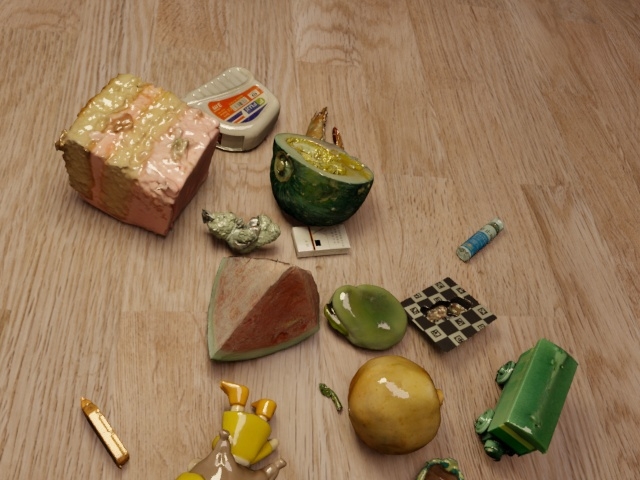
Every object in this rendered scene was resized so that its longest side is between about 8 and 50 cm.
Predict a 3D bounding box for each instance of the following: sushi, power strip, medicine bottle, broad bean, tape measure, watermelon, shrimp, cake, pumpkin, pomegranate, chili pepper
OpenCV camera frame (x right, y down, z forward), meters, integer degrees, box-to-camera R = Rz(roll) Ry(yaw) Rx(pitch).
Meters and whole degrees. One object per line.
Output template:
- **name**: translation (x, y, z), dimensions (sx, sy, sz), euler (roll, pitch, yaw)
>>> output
- **sushi**: translation (0.342, 0.212, 1.518), dimensions (0.215, 0.051, 0.192), euler (-23, 49, -30)
- **power strip**: translation (-0.464, 0.407, 1.185), dimensions (0.028, 0.049, 0.178), euler (-31, 69, -35)
- **medicine bottle**: translation (0.491, -0.004, 1.697), dimensions (0.191, 0.051, 0.051), euler (-35, 72, -30)
- **broad bean**: translation (0.120, 0.197, 1.441), dimensions (0.227, 0.100, 0.170), euler (5, 71, -8)
- **tape measure**: translation (-0.277, -0.401, 1.717), dimensions (0.265, 0.130, 0.258), euler (42, 60, 8)
- **watermelon**: translation (-0.124, 0.170, 1.321), dimensions (0.282, 0.292, 0.251), euler (8, 86, -10)
- **shrimp**: translation (0.017, -0.334, 1.790), dimensions (0.132, 0.053, 0.236), euler (10, 59, -6)
- **cake**: translation (-0.461, -0.221, 1.456), dimensions (0.306, 0.293, 0.314), euler (25, 59, -4)
- **pumpkin**: translation (-0.013, -0.157, 1.580), dimensions (0.263, 0.197, 0.293), euler (-7, 41, -40)
- **pomegranate**: translation (0.166, 0.374, 1.272), dimensions (0.233, 0.233, 0.233), euler (7, 56, -10)
- **chili pepper**: translation (0.025, 0.377, 1.347), dimensions (0.027, 0.022, 0.083), euler (-34, 75, -32)

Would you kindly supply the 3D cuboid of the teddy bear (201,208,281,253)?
- **teddy bear**: translation (-0.224, -0.022, 1.496), dimensions (0.213, 0.111, 0.133), euler (8, 14, -21)

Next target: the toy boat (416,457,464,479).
- **toy boat**: translation (0.234, 0.616, 1.202), dimensions (0.108, 0.099, 0.293), euler (28, 48, 5)

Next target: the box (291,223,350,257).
- **box**: translation (0.000, 0.000, 1.575), dimensions (0.154, 0.040, 0.084), euler (-4, 59, -18)

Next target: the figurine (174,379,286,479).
- **figurine**: translation (-0.188, 0.473, 1.144), dimensions (0.215, 0.187, 0.344), euler (23, 47, -14)

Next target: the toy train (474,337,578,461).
- **toy train**: translation (0.494, 0.391, 1.351), dimensions (0.120, 0.202, 0.301), euler (37, 56, 5)
